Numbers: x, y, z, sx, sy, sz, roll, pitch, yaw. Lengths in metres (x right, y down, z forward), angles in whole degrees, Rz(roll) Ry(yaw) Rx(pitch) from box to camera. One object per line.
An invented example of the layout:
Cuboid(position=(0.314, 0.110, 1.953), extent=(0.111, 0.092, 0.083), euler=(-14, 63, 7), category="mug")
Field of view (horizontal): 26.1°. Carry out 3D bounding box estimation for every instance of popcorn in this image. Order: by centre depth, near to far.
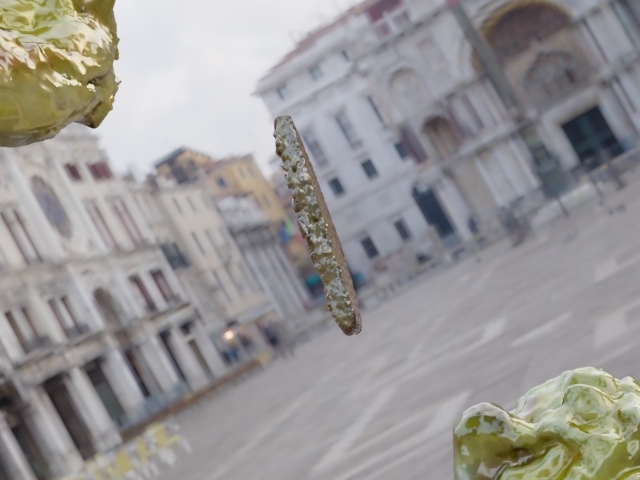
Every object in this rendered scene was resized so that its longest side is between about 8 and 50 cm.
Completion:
Cuboid(position=(0.211, 0.238, 1.198), extent=(0.251, 0.237, 0.206), euler=(-28, -27, -19), category="popcorn")

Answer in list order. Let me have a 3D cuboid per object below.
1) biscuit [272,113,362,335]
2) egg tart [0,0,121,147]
Cuboid(position=(0.000, -0.003, 1.222), extent=(0.025, 0.206, 0.126), euler=(-19, -21, 4), category="biscuit")
Cuboid(position=(-0.281, -0.163, 0.819), extent=(0.132, 0.341, 0.341), euler=(-50, -12, 27), category="egg tart")
